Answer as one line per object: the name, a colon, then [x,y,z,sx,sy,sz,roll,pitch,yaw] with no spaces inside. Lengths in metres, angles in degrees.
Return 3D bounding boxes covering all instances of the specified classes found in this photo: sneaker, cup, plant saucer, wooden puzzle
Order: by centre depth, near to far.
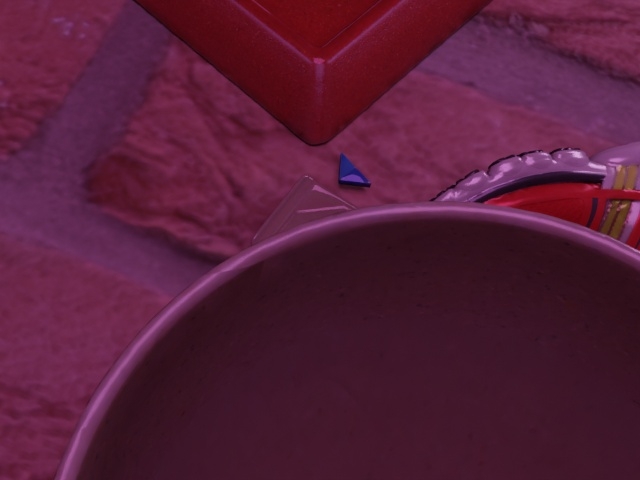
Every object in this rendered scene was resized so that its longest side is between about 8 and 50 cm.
cup: [0.051,0.181,0.537,0.331,0.237,0.331,2,62,-3]
sneaker: [0.168,0.008,0.719,0.279,0.107,0.118,-13,69,-11]
wooden puzzle: [0.000,0.000,0.759,0.078,0.014,0.116,40,66,11]
plant saucer: [-0.007,-0.232,0.866,0.258,0.048,0.259,41,67,16]
